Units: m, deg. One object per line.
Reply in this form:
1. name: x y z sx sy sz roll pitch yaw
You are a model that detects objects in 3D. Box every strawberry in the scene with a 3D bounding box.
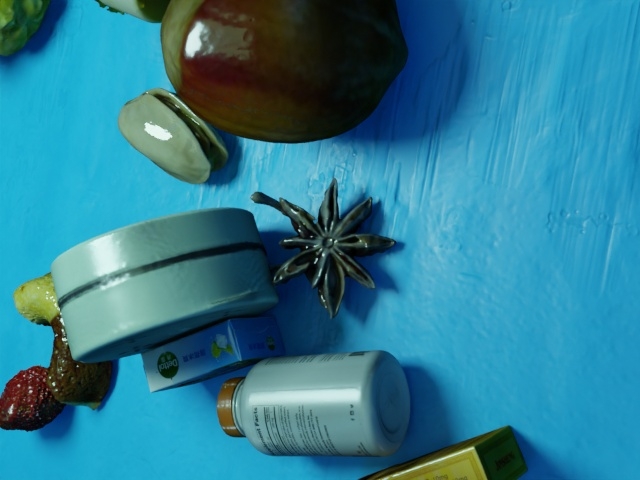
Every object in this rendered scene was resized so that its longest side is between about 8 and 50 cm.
1. strawberry: -0.564 0.307 1.601 0.131 0.148 0.131 -2 86 30

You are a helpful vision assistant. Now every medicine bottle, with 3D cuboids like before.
1. medicine bottle: -0.018 0.256 1.302 0.288 0.157 0.157 -8 85 28

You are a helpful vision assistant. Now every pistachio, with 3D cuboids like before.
1. pistachio: -0.262 -0.187 1.472 0.223 0.126 0.152 30 136 21

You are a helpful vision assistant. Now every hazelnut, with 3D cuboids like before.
1. hazelnut: -0.060 -0.312 1.259 0.366 0.366 0.366 -1 88 28

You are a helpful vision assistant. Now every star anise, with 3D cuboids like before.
1. star anise: 0.000 -0.001 1.318 0.209 0.089 0.231 -28 78 -13

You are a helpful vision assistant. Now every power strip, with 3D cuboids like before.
1. power strip: -0.235 0.069 1.336 0.357 0.357 0.161 -22 79 26

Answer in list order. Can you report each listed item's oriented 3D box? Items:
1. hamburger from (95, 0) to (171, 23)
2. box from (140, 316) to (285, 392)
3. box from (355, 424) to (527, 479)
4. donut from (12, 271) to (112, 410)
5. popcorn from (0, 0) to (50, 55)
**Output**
1. hamburger: -0.285 -0.510 1.410 0.179 0.276 0.294 41 103 12
2. box: -0.179 0.190 1.401 0.194 0.139 0.073 -22 78 27
3. box: 0.141 0.356 1.202 0.274 0.174 0.076 -27 75 25
4. donut: -0.474 0.167 1.579 0.151 0.112 0.295 -36 73 25
5. popcorn: -0.672 -0.493 1.628 0.279 0.274 0.335 -17 121 -4
